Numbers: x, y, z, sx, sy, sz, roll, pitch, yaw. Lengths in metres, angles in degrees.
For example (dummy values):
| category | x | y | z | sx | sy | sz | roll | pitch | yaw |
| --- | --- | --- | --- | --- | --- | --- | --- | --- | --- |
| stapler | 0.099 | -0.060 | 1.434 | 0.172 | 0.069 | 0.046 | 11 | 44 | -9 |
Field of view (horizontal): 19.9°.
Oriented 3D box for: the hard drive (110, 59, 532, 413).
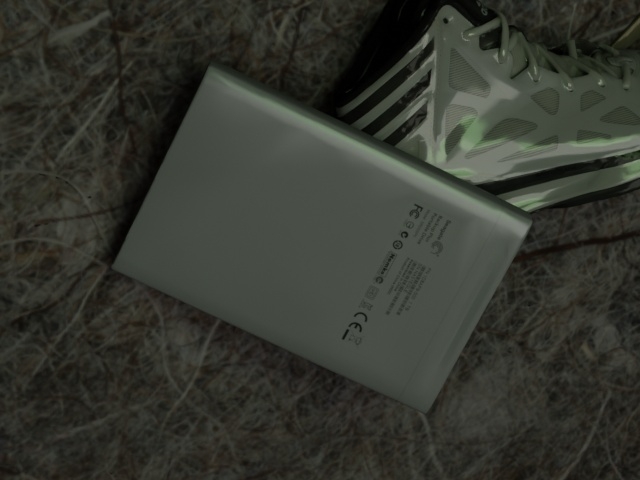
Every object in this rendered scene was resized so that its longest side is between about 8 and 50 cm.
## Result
| category | x | y | z | sx | sy | sz | roll | pitch | yaw |
| --- | --- | --- | --- | --- | --- | --- | --- | --- | --- |
| hard drive | 0.000 | 0.000 | 1.814 | 0.353 | 0.047 | 0.233 | 25 | 107 | -8 |

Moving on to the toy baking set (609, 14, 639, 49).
| category | x | y | z | sx | sy | sz | roll | pitch | yaw |
| --- | --- | --- | --- | --- | --- | --- | --- | --- | --- |
| toy baking set | 0.402 | -0.191 | 2.018 | 0.256 | 0.030 | 0.197 | 18 | 99 | -27 |

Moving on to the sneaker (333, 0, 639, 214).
| category | x | y | z | sx | sy | sz | roll | pitch | yaw |
| --- | --- | --- | --- | --- | --- | --- | --- | --- | --- |
| sneaker | 0.225 | -0.172 | 1.856 | 0.447 | 0.169 | 0.257 | -23 | 115 | -6 |
